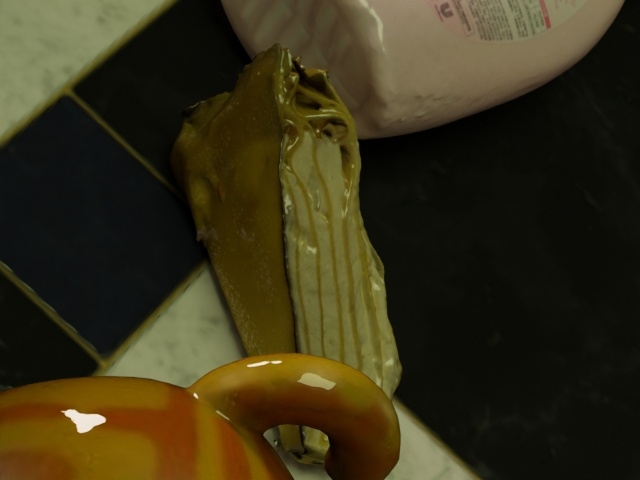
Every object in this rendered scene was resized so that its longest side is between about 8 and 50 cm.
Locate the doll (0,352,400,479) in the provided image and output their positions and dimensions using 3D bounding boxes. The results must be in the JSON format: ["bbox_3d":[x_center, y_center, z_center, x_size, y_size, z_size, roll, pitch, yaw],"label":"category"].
[{"bbox_3d":[-0.076,0.172,0.660,0.167,0.162,0.269,24,54,-28],"label":"doll"}]

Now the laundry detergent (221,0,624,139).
[{"bbox_3d":[0.094,-0.156,1.069,0.335,0.088,0.159,-26,76,-45],"label":"laundry detergent"}]

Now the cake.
[{"bbox_3d":[0.003,0.000,0.876,0.080,0.116,0.185,0,54,-37],"label":"cake"}]
